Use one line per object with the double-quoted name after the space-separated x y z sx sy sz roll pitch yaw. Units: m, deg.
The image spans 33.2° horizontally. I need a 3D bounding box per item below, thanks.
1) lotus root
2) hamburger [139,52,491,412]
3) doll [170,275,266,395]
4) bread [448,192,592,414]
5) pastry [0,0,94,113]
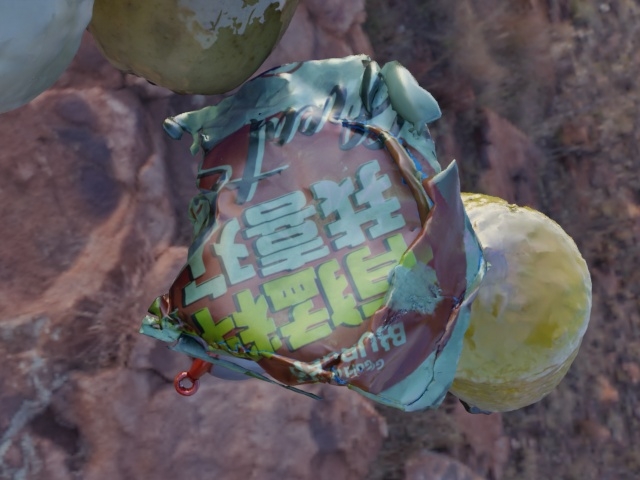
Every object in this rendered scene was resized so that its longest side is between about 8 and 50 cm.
-0.086 -0.255 0.754 0.183 0.183 0.309 -33 142 -53 "lotus root"
0.006 -0.003 0.855 0.150 0.261 0.275 45 47 -65 "hamburger"
-0.062 0.049 1.270 0.200 0.336 0.105 36 -1 -3 "doll"
0.151 0.058 0.998 0.170 0.197 0.197 75 20 -59 "bread"
-0.149 -0.100 0.342 0.156 0.156 0.092 -8 124 -54 "pastry"
